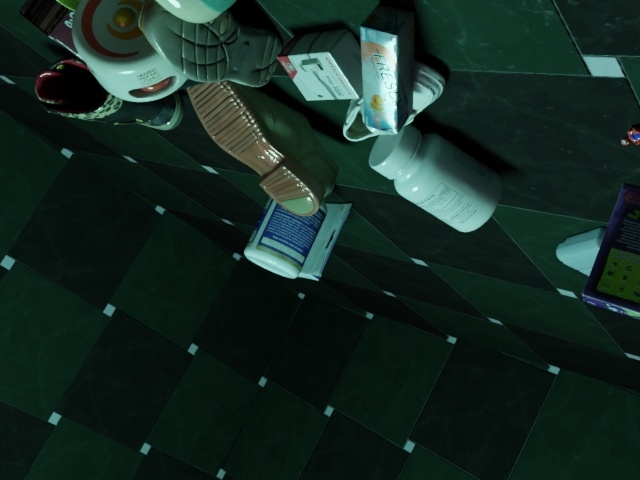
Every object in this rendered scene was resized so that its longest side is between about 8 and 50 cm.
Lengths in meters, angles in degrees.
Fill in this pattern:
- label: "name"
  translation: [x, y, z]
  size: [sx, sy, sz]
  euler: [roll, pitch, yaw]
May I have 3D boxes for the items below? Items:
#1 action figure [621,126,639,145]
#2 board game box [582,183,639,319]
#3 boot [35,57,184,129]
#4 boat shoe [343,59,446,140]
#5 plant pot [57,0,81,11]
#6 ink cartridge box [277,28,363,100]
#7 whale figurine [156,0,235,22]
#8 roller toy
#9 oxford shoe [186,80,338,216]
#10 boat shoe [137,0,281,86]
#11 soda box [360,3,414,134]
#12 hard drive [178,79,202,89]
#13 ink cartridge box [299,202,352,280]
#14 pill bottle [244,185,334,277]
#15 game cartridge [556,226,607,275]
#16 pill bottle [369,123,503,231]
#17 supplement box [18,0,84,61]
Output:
- label: "action figure"
  translation: [0.461, -0.146, 1.075]
  size: [0.038, 0.030, 0.115]
  euler: [24, 171, -21]
- label: "board game box"
  translation: [0.610, 0.051, 1.199]
  size: [0.346, 0.208, 0.056]
  euler: [19, 170, 28]
- label: "boot"
  translation: [-0.530, -0.334, 1.739]
  size: [0.377, 0.138, 0.284]
  euler: [17, -172, 18]
- label: "boat shoe"
  translation: [0.114, -0.216, 1.282]
  size: [0.098, 0.096, 0.277]
  euler: [30, 166, -13]
- label: "plant pot"
  translation: [-0.422, -0.453, 1.354]
  size: [0.083, 0.079, 0.083]
  euler: [24, 168, 5]
- label: "ink cartridge box"
  translation: [0.010, -0.281, 1.256]
  size: [0.135, 0.056, 0.099]
  euler: [10, 146, 50]
- label: "whale figurine"
  translation: [-0.195, -0.415, 0.987]
  size: [0.272, 0.141, 0.216]
  euler: [51, -163, -21]
- label: "roller toy"
  translation: [-0.314, -0.347, 1.327]
  size: [0.209, 0.191, 0.146]
  euler: [22, 167, 9]
- label: "oxford shoe"
  translation: [-0.118, -0.234, 1.579]
  size: [0.140, 0.146, 0.397]
  euler: [-17, 119, 48]
- label: "boat shoe"
  translation: [-0.187, -0.320, 1.232]
  size: [0.116, 0.123, 0.324]
  euler: [31, -169, 22]
- label: "soda box"
  translation: [0.098, -0.245, 1.123]
  size: [0.058, 0.063, 0.183]
  euler: [20, 145, 22]
- label: "hard drive"
  translation: [-0.298, -0.299, 1.459]
  size: [0.094, 0.022, 0.135]
  euler: [20, -147, 34]
- label: "ink cartridge box"
  translation: [0.000, 0.000, 2.145]
  size: [0.045, 0.223, 0.224]
  euler: [30, 168, -28]
- label: "pill bottle"
  translation: [-0.074, -0.051, 1.968]
  size: [0.153, 0.265, 0.153]
  euler: [24, 170, 5]
- label: "game cartridge"
  translation: [0.649, 0.066, 1.568]
  size: [0.297, 0.062, 0.198]
  euler: [25, 172, -5]
- label: "pill bottle"
  translation: [0.209, -0.121, 1.424]
  size: [0.229, 0.131, 0.131]
  euler: [29, 167, -21]
- label: "supplement box"
  translation: [-0.494, -0.415, 1.526]
  size: [0.130, 0.073, 0.239]
  euler: [35, -178, -43]
